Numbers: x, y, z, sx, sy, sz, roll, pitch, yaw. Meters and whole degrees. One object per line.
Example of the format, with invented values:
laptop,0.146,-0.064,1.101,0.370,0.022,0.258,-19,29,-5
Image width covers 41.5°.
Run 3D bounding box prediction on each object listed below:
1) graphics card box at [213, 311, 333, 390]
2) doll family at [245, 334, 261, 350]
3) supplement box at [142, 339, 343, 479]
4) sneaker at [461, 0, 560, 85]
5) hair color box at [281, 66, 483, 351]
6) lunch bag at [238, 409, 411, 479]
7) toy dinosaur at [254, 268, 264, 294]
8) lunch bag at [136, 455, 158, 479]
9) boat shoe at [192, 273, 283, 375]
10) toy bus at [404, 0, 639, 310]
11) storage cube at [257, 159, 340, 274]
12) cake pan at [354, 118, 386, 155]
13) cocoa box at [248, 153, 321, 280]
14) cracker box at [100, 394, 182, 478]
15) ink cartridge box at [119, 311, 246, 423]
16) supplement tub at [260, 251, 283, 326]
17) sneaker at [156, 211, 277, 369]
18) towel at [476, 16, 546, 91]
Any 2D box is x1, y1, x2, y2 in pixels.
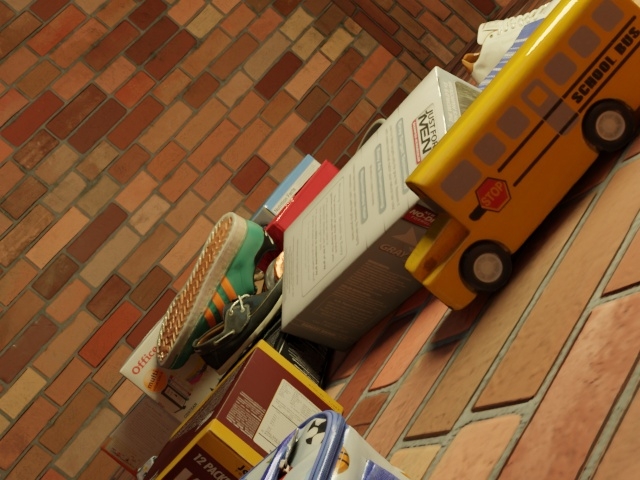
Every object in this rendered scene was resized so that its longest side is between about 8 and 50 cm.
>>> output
graphics card box,-0.089,0.226,1.256,0.233,0.094,0.371,-48,5,13
doll family,-0.179,0.272,1.854,0.111,0.076,0.193,-27,8,21
supplement box,-0.097,0.250,0.920,0.191,0.129,0.194,-48,5,22
sneaker,0.399,-0.426,1.745,0.290,0.123,0.106,-43,6,45
hair color box,0.088,-0.028,1.122,0.374,0.113,0.185,-46,33,40
lunch bag,-0.051,0.255,0.573,0.243,0.115,0.303,-45,7,27
toy dinosaur,-0.170,0.151,1.910,0.200,0.127,0.295,-27,10,-41
lunch bag,-0.292,0.437,1.541,0.071,0.083,0.053,-46,6,35
boat shoe,-0.125,0.128,1.392,0.233,0.079,0.084,-46,1,26
toy bus,0.199,-0.090,0.846,0.333,0.130,0.108,-49,4,2
storage cube,0.000,0.000,1.634,0.215,0.193,0.183,-53,6,-31
cake pan,0.084,-0.056,1.413,0.293,0.054,0.293,-165,90,-79
cocoa box,-0.074,0.006,2.064,0.347,0.228,0.231,-44,7,49
cracker box,-0.334,0.404,1.773,0.232,0.155,0.067,-47,5,26
ink cartridge box,-0.238,0.249,1.620,0.171,0.232,0.168,-50,5,-5
supplement tub,-0.048,0.098,1.507,0.117,0.117,0.190,-53,-11,-34
sneaker,-0.180,0.106,1.496,0.302,0.121,0.108,-60,30,3
towel,0.335,-0.291,1.556,0.336,0.040,0.243,-50,13,-4
